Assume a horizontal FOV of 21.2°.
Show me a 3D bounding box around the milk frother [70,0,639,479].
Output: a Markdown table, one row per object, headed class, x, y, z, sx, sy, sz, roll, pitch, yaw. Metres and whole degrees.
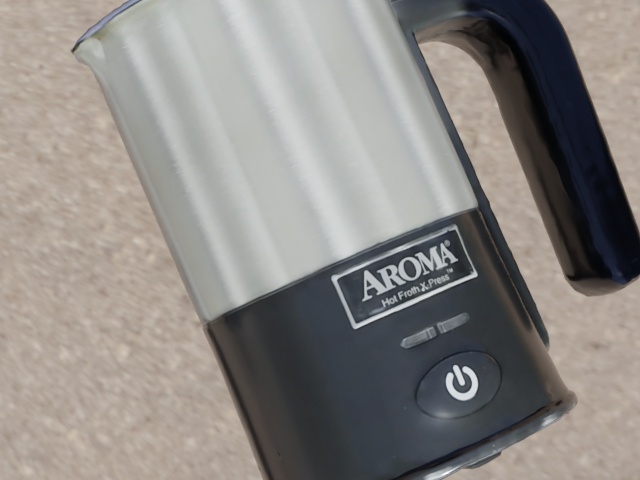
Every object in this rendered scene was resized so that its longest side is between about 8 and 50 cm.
| class | x | y | z | sx | sy | sz | roll | pitch | yaw |
| --- | --- | --- | --- | --- | --- | --- | --- | --- | --- |
| milk frother | 0.000 | 0.000 | 0.471 | 0.129 | 0.143 | 0.134 | -20 | 86 | -39 |
